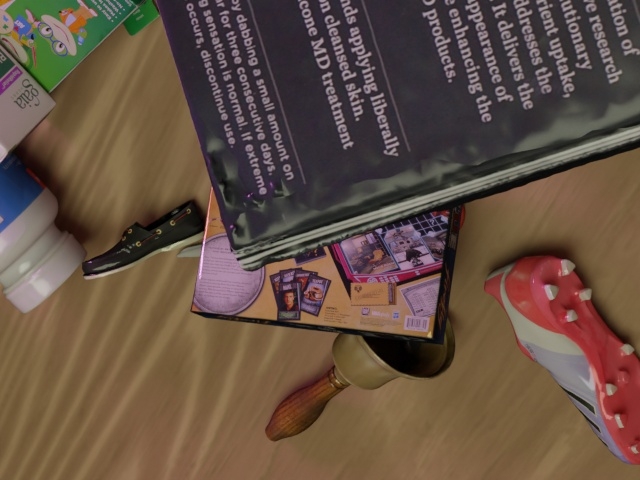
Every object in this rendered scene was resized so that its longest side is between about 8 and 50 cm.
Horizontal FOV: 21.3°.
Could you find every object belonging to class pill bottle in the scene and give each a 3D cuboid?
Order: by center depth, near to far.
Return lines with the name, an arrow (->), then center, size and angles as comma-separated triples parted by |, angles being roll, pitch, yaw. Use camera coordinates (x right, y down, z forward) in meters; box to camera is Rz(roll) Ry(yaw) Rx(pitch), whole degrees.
pill bottle -> -0.342, -0.036, 1.703 | 0.124, 0.124, 0.221 | -37, 104, 27

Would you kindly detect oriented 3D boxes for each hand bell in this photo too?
hand bell -> 0.016, 0.144, 1.733 | 0.126, 0.126, 0.242 | 39, 130, -7

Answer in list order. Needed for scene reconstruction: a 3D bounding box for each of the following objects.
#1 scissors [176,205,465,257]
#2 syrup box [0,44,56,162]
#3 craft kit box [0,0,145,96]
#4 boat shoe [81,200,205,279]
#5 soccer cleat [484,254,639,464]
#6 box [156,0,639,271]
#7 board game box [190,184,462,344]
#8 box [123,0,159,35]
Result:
scissors -> 0.000, 0.000, 1.695 | 0.297, 0.021, 0.109 | -24, 109, 22
syrup box -> -0.372, -0.169, 1.590 | 0.237, 0.093, 0.096 | 46, 133, -11
craft kit box -> -0.310, -0.255, 1.589 | 0.250, 0.061, 0.246 | 45, 136, -10
boat shoe -> -0.180, 0.001, 1.705 | 0.133, 0.049, 0.042 | -24, 103, -8
soccer cleat -> 0.251, 0.117, 1.671 | 0.095, 0.083, 0.248 | -7, 124, 50
box -> 0.190, -0.202, 1.250 | 0.471, 0.480, 0.297 | -16, 90, 21
board game box -> 0.007, 0.004, 1.617 | 0.243, 0.042, 0.165 | 6, 81, 19
box -> -0.204, -0.280, 1.591 | 0.105, 0.043, 0.179 | -33, 107, 27
